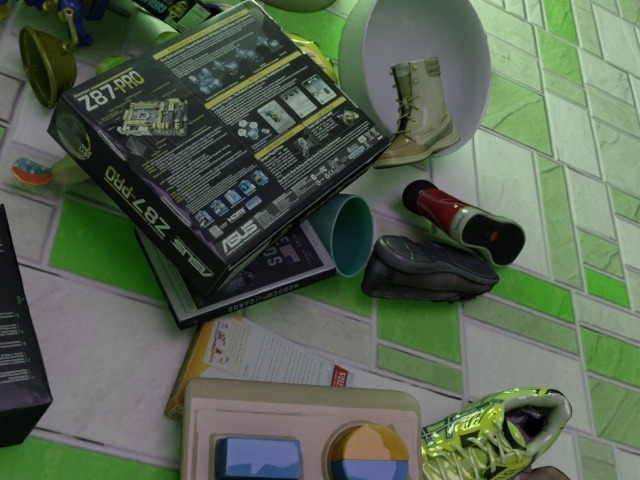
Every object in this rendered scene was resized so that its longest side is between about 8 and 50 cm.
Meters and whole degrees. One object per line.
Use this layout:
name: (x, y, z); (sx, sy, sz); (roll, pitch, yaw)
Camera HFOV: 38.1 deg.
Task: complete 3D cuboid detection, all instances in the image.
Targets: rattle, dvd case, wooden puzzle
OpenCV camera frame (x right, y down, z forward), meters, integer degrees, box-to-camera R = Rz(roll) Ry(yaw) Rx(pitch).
rattle: (-0.326, -0.075, 1.326); (0.200, 0.142, 0.130); (-30, 45, -28)
dvd case: (-0.122, 0.016, 1.323); (0.239, 0.029, 0.179); (-19, 57, -20)
wooden puzzle: (-0.011, 0.337, 1.138); (0.322, 0.080, 0.347); (6, 64, -17)

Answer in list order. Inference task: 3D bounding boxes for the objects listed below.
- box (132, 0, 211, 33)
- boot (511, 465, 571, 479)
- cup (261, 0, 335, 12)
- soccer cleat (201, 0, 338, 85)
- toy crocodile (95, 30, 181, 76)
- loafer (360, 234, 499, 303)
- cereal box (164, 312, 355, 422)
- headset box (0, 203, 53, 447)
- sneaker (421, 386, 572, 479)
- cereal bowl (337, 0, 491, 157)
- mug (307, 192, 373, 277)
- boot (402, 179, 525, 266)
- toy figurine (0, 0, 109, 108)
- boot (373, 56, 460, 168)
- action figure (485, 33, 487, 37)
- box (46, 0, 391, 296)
box: (-0.329, -0.473, 1.459); (0.295, 0.073, 0.293); (48, 6, 9)
boot: (0.335, 0.387, 1.436); (0.119, 0.042, 0.087); (29, 50, -8)
cup: (-0.044, -0.644, 1.785); (0.331, 0.237, 0.331); (19, 50, -23)
soccer cleat: (-0.101, -0.337, 1.633); (0.289, 0.093, 0.121); (38, 54, -3)
toy crocodile: (-0.248, -0.253, 1.464); (0.115, 0.105, 0.340); (15, 35, 32)
loafer: (0.179, 0.059, 1.542); (0.303, 0.095, 0.109); (11, 27, -45)
cereal box: (-0.076, 0.211, 1.276); (0.240, 0.047, 0.173); (30, 47, -14)
headset box: (-0.457, 0.113, 1.028); (0.246, 0.131, 0.283); (-5, 62, -37)
sneaker: (0.201, 0.302, 1.318); (0.385, 0.147, 0.145); (-27, 78, -34)
cereal bowl: (0.156, -0.314, 1.707); (0.339, 0.141, 0.338); (0, 90, -40)
mug: (0.003, -0.009, 1.428); (0.158, 0.097, 0.129); (-10, 104, -57)
boot: (0.253, -0.038, 1.661); (0.176, 0.088, 0.244); (35, 7, 40)
toy figurine: (-0.380, -0.390, 1.415); (0.217, 0.191, 0.362); (-15, 69, -46)
boot: (0.147, -0.217, 1.562); (0.213, 0.077, 0.165); (-28, 109, -42)
action figure: (0.236, -0.471, 1.955); (0.281, 0.091, 0.139); (24, 42, -17)
box: (-0.126, -0.148, 1.307); (0.318, 0.097, 0.395); (46, 49, 3)
